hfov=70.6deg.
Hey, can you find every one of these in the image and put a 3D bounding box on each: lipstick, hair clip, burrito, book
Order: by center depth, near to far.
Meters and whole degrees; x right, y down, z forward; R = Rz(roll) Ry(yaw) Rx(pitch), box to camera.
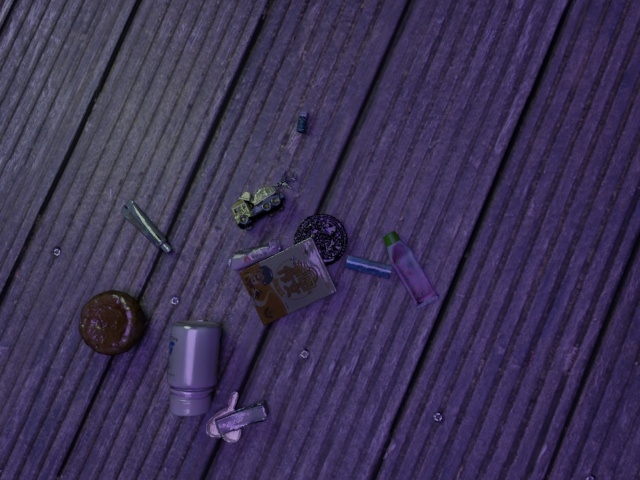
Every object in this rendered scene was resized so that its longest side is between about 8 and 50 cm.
[{"bbox_3d":[-0.289,0.601,1.545,0.218,0.071,0.159,-20,78,-3],"label":"hair clip"},{"bbox_3d":[0.166,0.091,1.554,0.157,0.048,0.048,14,87,6],"label":"lipstick"},{"bbox_3d":[-0.114,0.143,1.562,0.295,0.020,0.208,-27,86,12],"label":"book"},{"bbox_3d":[-0.234,0.048,1.592,0.203,0.064,0.064,-20,83,5],"label":"burrito"}]

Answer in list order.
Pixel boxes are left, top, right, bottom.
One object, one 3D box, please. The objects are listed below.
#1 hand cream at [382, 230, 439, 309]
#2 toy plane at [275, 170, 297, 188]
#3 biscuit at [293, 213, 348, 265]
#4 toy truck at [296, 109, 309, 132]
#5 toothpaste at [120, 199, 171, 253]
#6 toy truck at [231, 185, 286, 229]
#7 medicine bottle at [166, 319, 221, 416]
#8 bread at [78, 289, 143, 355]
[{"bbox_3d":[0.303,0.096,1.547,0.079,0.050,0.275,-31,88,28],"label":"hand cream"},{"bbox_3d":[-0.126,-0.213,1.621,0.084,0.024,0.078,-21,65,3],"label":"toy plane"},{"bbox_3d":[0.000,0.000,1.576,0.194,0.053,0.195,0,84,5],"label":"biscuit"},{"bbox_3d":[-0.064,-0.425,1.623,0.039,0.044,0.083,9,86,3],"label":"toy truck"},{"bbox_3d":[-0.632,-0.045,1.649,0.255,0.037,0.067,42,96,11],"label":"toothpaste"},{"bbox_3d":[-0.223,-0.129,1.593,0.191,0.085,0.116,-30,74,-1],"label":"toy truck"},{"bbox_3d":[-0.426,0.423,1.522,0.170,0.170,0.293,2,85,6],"label":"medicine bottle"},{"bbox_3d":[-0.723,0.285,1.588,0.229,0.123,0.230,-1,81,9],"label":"bread"}]
